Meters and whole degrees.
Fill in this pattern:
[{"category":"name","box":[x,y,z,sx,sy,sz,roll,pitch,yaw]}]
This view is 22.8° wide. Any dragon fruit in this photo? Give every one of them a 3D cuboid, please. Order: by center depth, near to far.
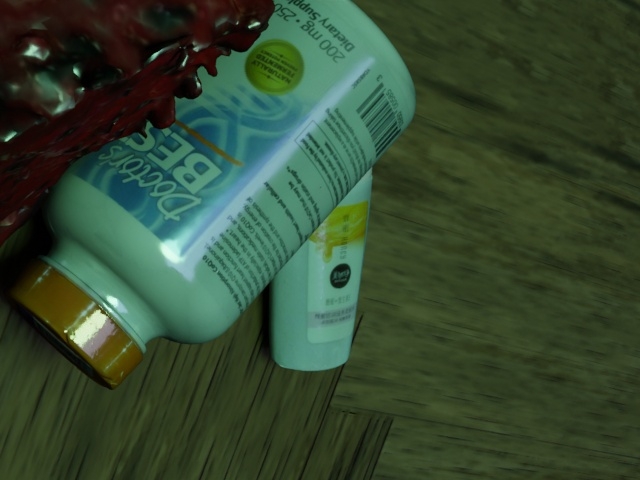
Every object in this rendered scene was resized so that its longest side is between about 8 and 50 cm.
[{"category":"dragon fruit","box":[-0.232,-0.094,0.839,0.286,0.329,0.228,-36,92,-29]}]

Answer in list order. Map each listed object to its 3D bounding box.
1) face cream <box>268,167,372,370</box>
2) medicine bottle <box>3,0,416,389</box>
[{"category":"face cream","box":[0.000,0.000,1.220,0.084,0.057,0.198,-11,115,-36]},{"category":"medicine bottle","box":[-0.079,-0.038,1.061,0.288,0.157,0.157,-48,133,-15]}]
